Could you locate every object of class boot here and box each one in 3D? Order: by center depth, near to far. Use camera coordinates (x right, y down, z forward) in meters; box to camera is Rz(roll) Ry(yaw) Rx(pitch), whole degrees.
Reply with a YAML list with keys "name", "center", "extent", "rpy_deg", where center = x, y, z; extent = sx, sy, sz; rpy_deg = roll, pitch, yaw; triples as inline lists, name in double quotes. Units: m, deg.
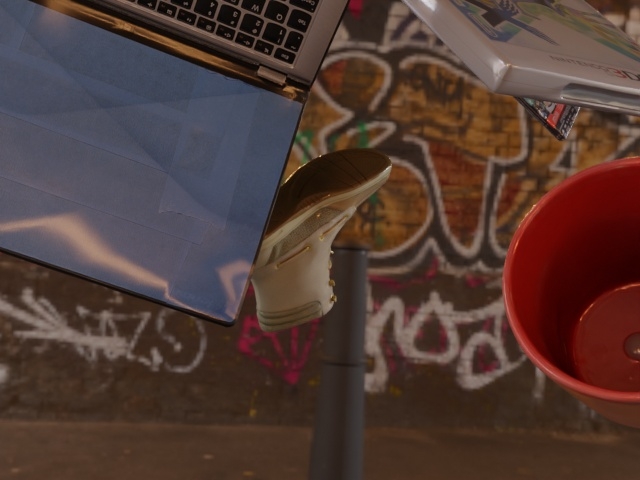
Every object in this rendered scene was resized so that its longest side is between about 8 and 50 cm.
- name: "boot"
  center: [0.000, 0.000, 1.065]
  extent: [0.213, 0.165, 0.077]
  rpy_deg: [-33, 45, -21]

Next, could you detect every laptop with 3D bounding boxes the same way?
- name: "laptop"
  center: [-0.172, -0.197, 0.788]
  extent: [0.382, 0.407, 0.236]
  rpy_deg: [20, 36, -10]

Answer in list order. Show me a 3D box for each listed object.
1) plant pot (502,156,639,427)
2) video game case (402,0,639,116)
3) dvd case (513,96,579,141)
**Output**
- name: "plant pot"
  center: [0.356, 0.083, 1.021]
  extent: [0.275, 0.274, 0.243]
  rpy_deg: [4, -25, 24]
- name: "video game case"
  center: [0.211, -0.238, 0.972]
  extent: [0.300, 0.036, 0.329]
  rpy_deg: [2, 38, -34]
- name: "dvd case"
  center: [0.273, -0.191, 1.124]
  extent: [0.119, 0.087, 0.013]
  rpy_deg: [38, -25, -22]
